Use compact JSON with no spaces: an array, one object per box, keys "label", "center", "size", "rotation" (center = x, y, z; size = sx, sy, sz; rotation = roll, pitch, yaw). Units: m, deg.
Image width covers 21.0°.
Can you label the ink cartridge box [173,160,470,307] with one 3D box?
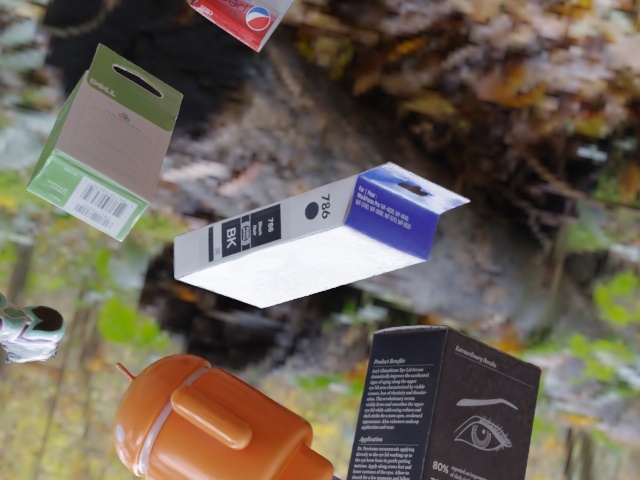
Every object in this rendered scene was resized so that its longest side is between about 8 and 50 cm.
[{"label":"ink cartridge box","center":[0.000,0.000,2.041],"size":[0.332,0.065,0.165],"rotation":[-19,153,36]}]

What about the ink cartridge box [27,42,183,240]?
[{"label":"ink cartridge box","center":[-0.214,-0.102,1.745],"size":[0.109,0.062,0.209],"rotation":[30,-147,-15]}]

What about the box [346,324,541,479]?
[{"label":"box","center":[0.122,0.204,1.727],"size":[0.153,0.207,0.108],"rotation":[26,158,-38]}]

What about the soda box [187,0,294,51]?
[{"label":"soda box","center":[-0.096,-0.281,1.875],"size":[0.092,0.083,0.263],"rotation":[33,-173,-15]}]

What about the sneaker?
[{"label":"sneaker","center":[-0.265,0.078,1.439],"size":[0.098,0.038,0.069],"rotation":[20,138,0]}]

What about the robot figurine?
[{"label":"robot figurine","center":[-0.095,0.187,1.565],"size":[0.219,0.128,0.158],"rotation":[30,-165,14]}]

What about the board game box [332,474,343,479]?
[{"label":"board game box","center":[-0.004,0.453,1.970],"size":[0.233,0.347,0.078],"rotation":[29,-164,-16]}]
